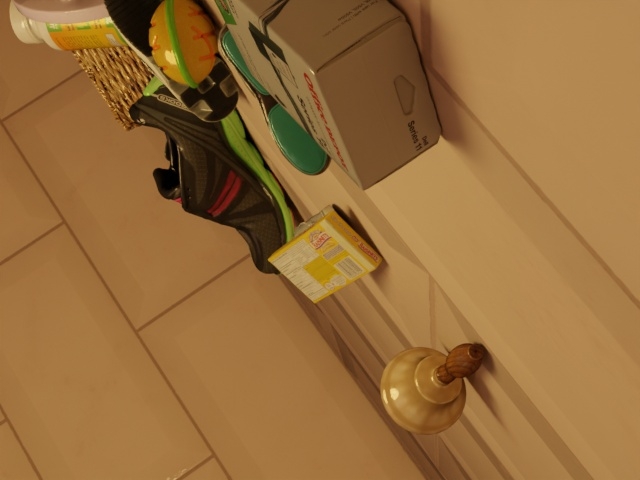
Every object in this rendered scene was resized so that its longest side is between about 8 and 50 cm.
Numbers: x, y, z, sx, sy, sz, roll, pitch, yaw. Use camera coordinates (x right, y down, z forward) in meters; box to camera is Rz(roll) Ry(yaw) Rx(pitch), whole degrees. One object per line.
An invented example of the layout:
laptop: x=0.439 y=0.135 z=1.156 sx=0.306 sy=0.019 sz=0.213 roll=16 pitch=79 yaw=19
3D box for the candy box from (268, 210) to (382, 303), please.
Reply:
candy box: x=0.004 y=0.029 z=1.538 sx=0.105 sy=0.027 sz=0.206 roll=46 pitch=148 yaw=-7

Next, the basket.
basket: x=-0.354 y=-0.412 z=2.057 sx=0.299 sy=0.223 sz=0.213 roll=57 pitch=-154 yaw=-13

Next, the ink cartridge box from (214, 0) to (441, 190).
ink cartridge box: x=-0.002 y=-0.162 z=0.860 sx=0.208 sy=0.087 sz=0.153 roll=49 pitch=171 yaw=39

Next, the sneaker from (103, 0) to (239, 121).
sneaker: x=-0.267 y=-0.343 z=1.660 sx=0.330 sy=0.122 sz=0.146 roll=60 pitch=170 yaw=-27

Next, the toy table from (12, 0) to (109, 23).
toy table: x=-0.431 y=-0.482 z=1.723 sx=0.160 sy=0.274 sz=0.252 roll=71 pitch=-160 yaw=-47

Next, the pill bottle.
pill bottle: x=-0.440 y=-0.422 z=1.877 sx=0.136 sy=0.246 sz=0.136 roll=-1 pitch=-90 yaw=-73

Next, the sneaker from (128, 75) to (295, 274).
sneaker: x=-0.207 y=-0.119 z=1.965 sx=0.482 sy=0.202 sz=0.185 roll=60 pitch=173 yaw=-28

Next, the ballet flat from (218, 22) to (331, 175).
ballet flat: x=-0.045 y=-0.179 z=1.233 sx=0.213 sy=0.072 sz=0.068 roll=58 pitch=-160 yaw=-11

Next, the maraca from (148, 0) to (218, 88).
maraca: x=-0.207 y=-0.316 z=1.519 sx=0.127 sy=0.099 sz=0.185 roll=65 pitch=-167 yaw=-71

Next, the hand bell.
hand bell: x=0.166 y=0.171 z=1.331 sx=0.126 sy=0.126 sz=0.242 roll=54 pitch=160 yaw=11

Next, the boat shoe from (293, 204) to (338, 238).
boat shoe: x=-0.001 y=-0.001 z=1.614 sx=0.079 sy=0.081 sz=0.227 roll=56 pitch=173 yaw=-3
